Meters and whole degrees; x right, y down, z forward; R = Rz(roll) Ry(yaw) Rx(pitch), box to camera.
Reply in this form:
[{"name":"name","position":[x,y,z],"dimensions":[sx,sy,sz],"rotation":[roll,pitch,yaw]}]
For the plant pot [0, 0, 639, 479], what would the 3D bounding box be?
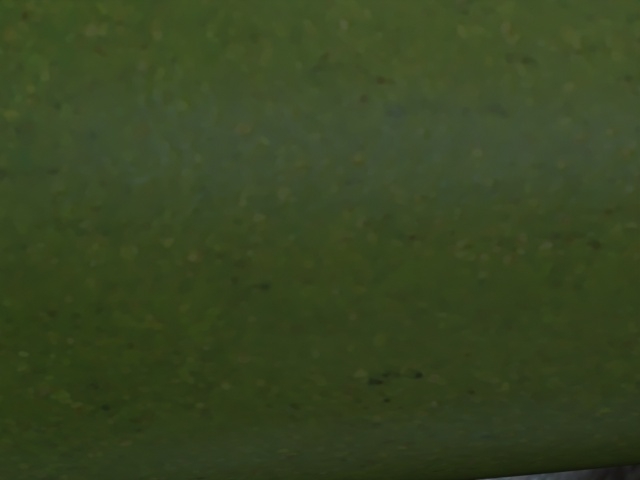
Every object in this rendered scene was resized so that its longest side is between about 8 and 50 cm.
[{"name":"plant pot","position":[-0.015,-0.043,0.457],"dimensions":[0.276,0.254,0.276],"rotation":[0,-90,-82]}]
